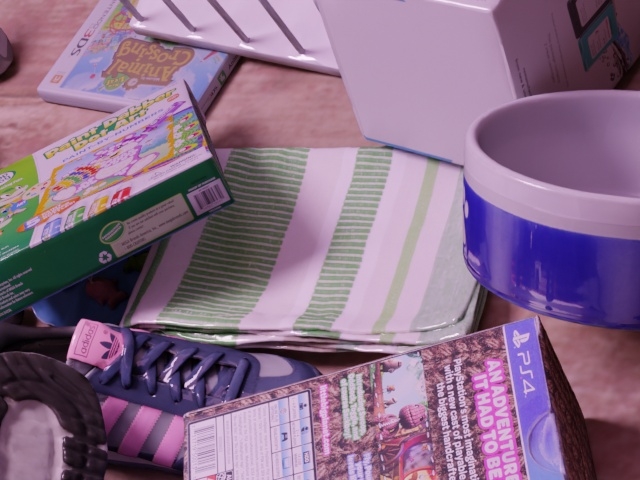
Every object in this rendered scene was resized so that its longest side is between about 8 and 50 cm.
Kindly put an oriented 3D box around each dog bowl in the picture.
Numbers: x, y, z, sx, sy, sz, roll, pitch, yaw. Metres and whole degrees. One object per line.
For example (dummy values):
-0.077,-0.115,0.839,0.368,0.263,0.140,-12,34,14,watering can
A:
0.241,-0.029,1.370,0.265,0.104,0.265,1,23,0,dog bowl

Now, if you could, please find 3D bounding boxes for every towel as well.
0.000,0.000,1.577,0.325,0.038,0.248,-1,47,22,towel

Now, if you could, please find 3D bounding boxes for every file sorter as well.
-0.065,-0.301,1.742,0.277,0.173,0.193,14,74,24,file sorter

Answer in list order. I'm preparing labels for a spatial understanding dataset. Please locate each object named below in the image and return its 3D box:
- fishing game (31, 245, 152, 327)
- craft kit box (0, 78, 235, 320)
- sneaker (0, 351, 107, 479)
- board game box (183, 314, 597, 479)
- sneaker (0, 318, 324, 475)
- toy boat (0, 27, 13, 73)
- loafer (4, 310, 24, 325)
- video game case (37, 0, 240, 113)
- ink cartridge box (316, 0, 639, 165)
-0.199,0.008,1.688,0.189,0.041,0.264,-45,50,-16,fishing game
-0.211,-0.040,1.616,0.250,0.061,0.246,-27,20,0,craft kit box
-0.265,0.306,1.425,0.182,0.158,0.410,140,142,-57,sneaker
0.058,0.220,1.306,0.291,0.141,0.232,-16,47,13,board game box
-0.147,0.123,1.498,0.319,0.131,0.112,-3,50,24,sneaker
-0.444,-0.126,1.871,0.267,0.148,0.318,13,66,40,toy boat
-0.395,0.074,1.680,0.220,0.078,0.080,-18,22,-1,loafer
-0.171,-0.211,1.874,0.212,0.023,0.193,11,58,33,video game case
0.164,-0.225,1.579,0.198,0.197,0.270,17,53,36,ink cartridge box
